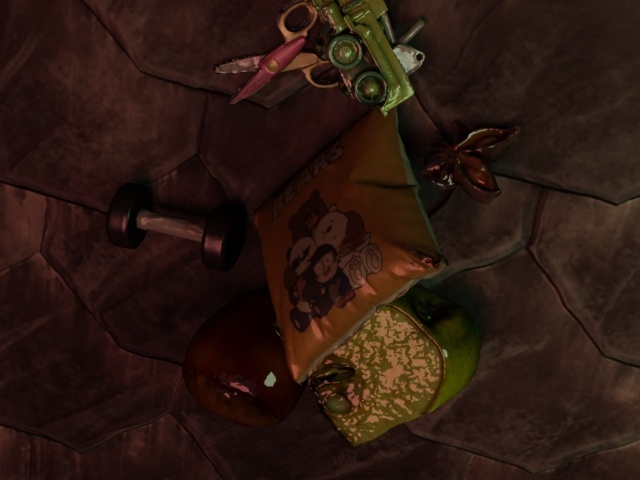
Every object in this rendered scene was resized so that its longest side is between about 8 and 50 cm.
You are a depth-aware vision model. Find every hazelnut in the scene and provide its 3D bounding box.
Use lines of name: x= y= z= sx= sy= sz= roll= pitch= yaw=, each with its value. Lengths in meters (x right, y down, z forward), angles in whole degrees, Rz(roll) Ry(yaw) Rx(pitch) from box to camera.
hazelnut: x=-0.101 y=0.177 z=1.976 sx=0.208 sy=0.208 sz=0.208 roll=9 pitch=122 yaw=15

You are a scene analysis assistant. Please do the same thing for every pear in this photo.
pear: x=0.094 y=0.138 z=1.888 sx=0.255 sy=0.164 sz=0.238 roll=-29 pitch=97 yaw=27

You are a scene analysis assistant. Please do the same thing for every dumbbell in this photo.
dumbbell: x=-0.215 y=-0.021 z=1.939 sx=0.191 sy=0.100 sz=0.100 roll=13 pitch=123 yaw=13

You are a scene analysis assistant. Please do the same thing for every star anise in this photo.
star anise: x=0.184 y=-0.041 z=1.788 sx=0.218 sy=0.148 sz=0.227 roll=-21 pitch=145 yaw=-5

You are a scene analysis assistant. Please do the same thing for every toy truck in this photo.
toy truck: x=0.042 y=-0.299 z=1.682 sx=0.135 sy=0.128 sz=0.259 roll=-35 pitch=106 yaw=1

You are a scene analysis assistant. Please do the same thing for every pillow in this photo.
pillow: x=0.028 y=-0.006 z=1.765 sx=0.119 sy=0.312 sz=0.310 roll=19 pitch=133 yaw=-35

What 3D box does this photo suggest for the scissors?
scissors: x=-0.063 y=-0.247 z=1.796 sx=0.187 sy=0.020 sz=0.133 roll=-21 pitch=107 yaw=27
